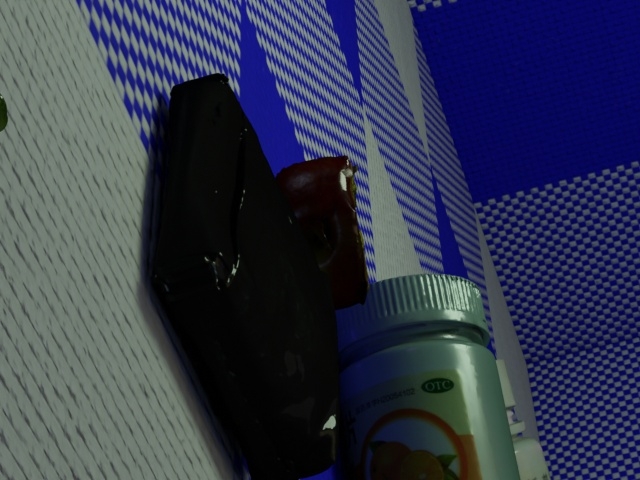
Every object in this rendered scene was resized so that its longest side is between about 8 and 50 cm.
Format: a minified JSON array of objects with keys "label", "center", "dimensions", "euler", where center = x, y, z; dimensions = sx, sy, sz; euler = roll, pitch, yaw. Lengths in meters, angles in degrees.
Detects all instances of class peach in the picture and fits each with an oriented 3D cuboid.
[{"label":"peach","center":[-0.007,-0.001,1.530],"dimensions":[0.172,0.092,0.127],"euler":[91,-9,-82]}]

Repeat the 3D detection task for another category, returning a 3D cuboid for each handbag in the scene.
[{"label":"handbag","center":[-0.049,0.024,1.282],"dimensions":[0.247,0.080,0.223],"euler":[-92,164,-53]}]

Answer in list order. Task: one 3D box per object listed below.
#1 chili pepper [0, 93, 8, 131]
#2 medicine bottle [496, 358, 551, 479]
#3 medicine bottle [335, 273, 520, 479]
[{"label":"chili pepper","center":[-0.177,-0.077,0.855],"dimensions":[0.091,0.030,0.034],"euler":[47,55,-66]},{"label":"medicine bottle","center":[0.156,0.276,1.808],"dimensions":[0.170,0.170,0.293],"euler":[17,59,-79]},{"label":"medicine bottle","center":[0.103,0.205,1.641],"dimensions":[0.158,0.158,0.318],"euler":[55,22,-64]}]
